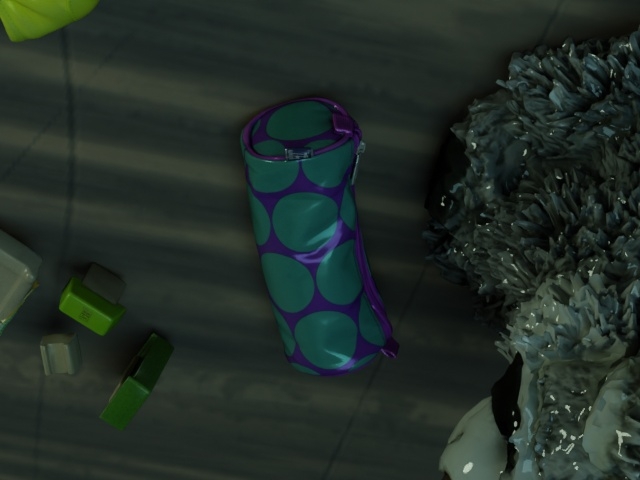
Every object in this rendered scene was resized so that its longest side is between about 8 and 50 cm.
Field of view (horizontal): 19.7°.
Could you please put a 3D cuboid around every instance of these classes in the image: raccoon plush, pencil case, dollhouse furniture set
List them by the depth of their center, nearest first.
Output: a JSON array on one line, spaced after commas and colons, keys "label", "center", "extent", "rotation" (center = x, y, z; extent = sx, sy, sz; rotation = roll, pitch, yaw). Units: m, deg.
[{"label": "raccoon plush", "center": [0.235, -0.015, 0.963], "extent": [0.216, 0.299, 0.446], "rotation": [38, 102, -27]}, {"label": "pencil case", "center": [0.000, 0.000, 1.044], "extent": [0.070, 0.064, 0.152], "rotation": [-2, 120, 15]}, {"label": "dollhouse furniture set", "center": [-0.158, 0.041, 1.048], "extent": [0.151, 0.058, 0.076], "rotation": [33, 112, -6]}]

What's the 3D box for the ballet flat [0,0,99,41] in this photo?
[{"label": "ballet flat", "center": [-0.201, -0.181, 0.902], "extent": [0.077, 0.077, 0.231], "rotation": [-32, 123, 22]}]
